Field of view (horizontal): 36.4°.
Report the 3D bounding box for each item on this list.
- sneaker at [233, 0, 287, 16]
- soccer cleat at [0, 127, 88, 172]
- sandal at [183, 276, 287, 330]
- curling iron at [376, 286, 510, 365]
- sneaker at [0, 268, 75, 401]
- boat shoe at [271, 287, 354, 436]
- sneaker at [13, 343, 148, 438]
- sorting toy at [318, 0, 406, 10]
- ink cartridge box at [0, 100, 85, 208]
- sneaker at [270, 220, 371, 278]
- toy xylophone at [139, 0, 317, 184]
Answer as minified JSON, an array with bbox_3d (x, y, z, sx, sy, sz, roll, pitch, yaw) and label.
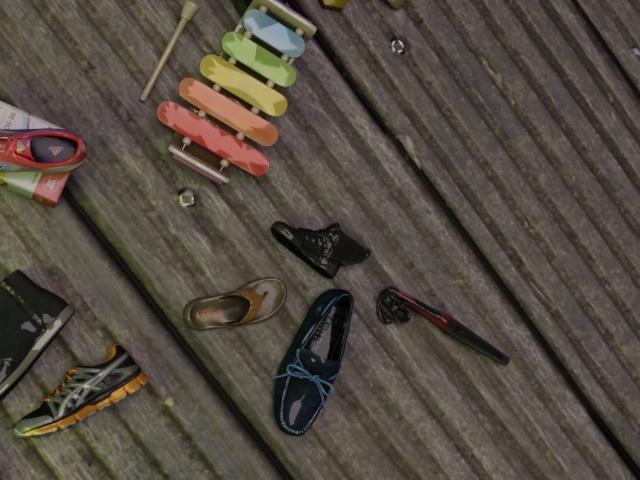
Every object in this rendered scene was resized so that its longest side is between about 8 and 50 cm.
[{"bbox_3d":[-0.137,-0.547,1.651,0.125,0.140,0.340,-30,92,-20],"label":"sneaker"},{"bbox_3d":[-0.468,-0.132,1.432,0.248,0.095,0.083,-3,85,-19],"label":"soccer cleat"},{"bbox_3d":[-0.136,0.108,1.606,0.180,0.049,0.072,-13,87,-20],"label":"sandal"},{"bbox_3d":[0.216,0.159,1.725,0.274,0.035,0.068,26,79,-13],"label":"curling iron"},{"bbox_3d":[-0.487,0.156,1.472,0.118,0.083,0.222,38,63,-5],"label":"sneaker"},{"bbox_3d":[-0.015,0.196,1.613,0.109,0.089,0.258,17,77,-16],"label":"boat shoe"},{"bbox_3d":[-0.375,0.236,1.495,0.215,0.084,0.083,-27,90,-30],"label":"sneaker"},{"bbox_3d":[0.091,-0.536,1.778,0.229,0.041,0.307,40,72,-10],"label":"sorting toy"},{"bbox_3d":[-0.483,-0.144,1.514,0.198,0.067,0.115,23,76,-14],"label":"ink cartridge box"},{"bbox_3d":[0.001,0.000,1.669,0.170,0.051,0.089,40,72,-14],"label":"sneaker"},{"bbox_3d":[-0.159,-0.261,1.614,0.236,0.081,0.322,22,88,-13],"label":"toy xylophone"}]
